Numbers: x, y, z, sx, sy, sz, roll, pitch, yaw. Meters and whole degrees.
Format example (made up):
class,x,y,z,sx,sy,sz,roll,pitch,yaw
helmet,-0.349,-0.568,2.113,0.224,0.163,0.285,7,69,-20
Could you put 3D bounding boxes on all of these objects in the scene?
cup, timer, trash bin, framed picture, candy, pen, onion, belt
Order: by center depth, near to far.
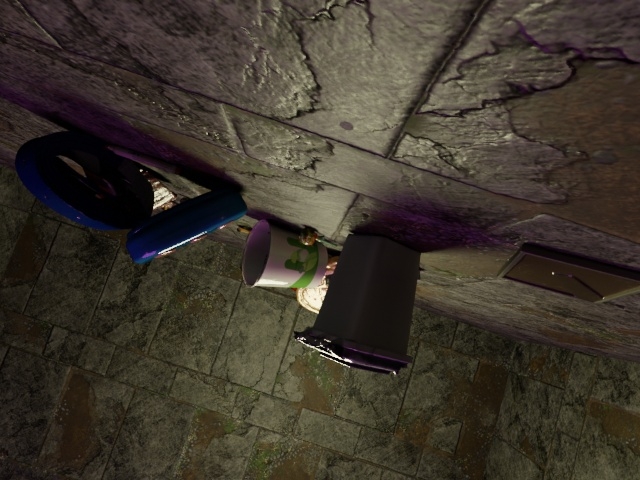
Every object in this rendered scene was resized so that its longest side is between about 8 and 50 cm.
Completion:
class,x,y,z,sx,sy,sz,roll,pitch,yaw
framed picture,0.539,0.082,1.005,0.247,0.022,0.335,15,171,17
pen,-0.473,-0.219,1.222,0.218,0.026,0.026,19,172,-1
belt,-0.627,-0.158,1.245,0.117,0.213,0.347,-3,153,34
timer,-0.384,-0.045,1.306,0.115,0.340,0.309,64,163,-5
trash bin,0.124,0.173,1.313,0.296,0.368,0.255,21,170,-32
onion,-0.663,-0.183,1.486,0.314,0.146,0.280,19,169,22
candy,0.000,0.000,1.599,0.060,0.061,0.201,12,177,40
cup,-0.133,0.073,1.729,0.273,0.253,0.253,15,175,-30

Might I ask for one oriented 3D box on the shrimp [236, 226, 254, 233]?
class,x,y,z,sx,sy,sz,roll,pitch,yaw
shrimp,-0.298,-0.015,2.179,0.198,0.051,0.262,23,171,19

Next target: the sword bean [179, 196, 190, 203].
class,x,y,z,sx,sy,sz,roll,pitch,yaw
sword bean,-0.473,-0.119,1.864,0.043,0.038,0.269,9,170,24

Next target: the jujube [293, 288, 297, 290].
class,x,y,z,sx,sy,sz,roll,pitch,yaw
jujube,-0.086,0.163,2.345,0.223,0.223,0.318,17,168,7

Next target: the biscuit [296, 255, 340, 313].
class,x,y,z,sx,sy,sz,roll,pitch,yaw
biscuit,0.090,0.223,1.991,0.365,0.062,0.385,28,130,-19

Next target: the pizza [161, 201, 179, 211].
class,x,y,z,sx,sy,sz,roll,pitch,yaw
pizza,-0.694,-0.154,2.079,0.195,0.052,0.185,23,168,-27

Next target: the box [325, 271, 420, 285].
class,x,y,z,sx,sy,sz,roll,pitch,yaw
box,0.188,0.138,1.699,0.324,0.047,0.180,-2,174,-7

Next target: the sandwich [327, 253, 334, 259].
class,x,y,z,sx,sy,sz,roll,pitch,yaw
sandwich,0.028,0.182,2.101,0.155,0.228,0.198,13,171,29
